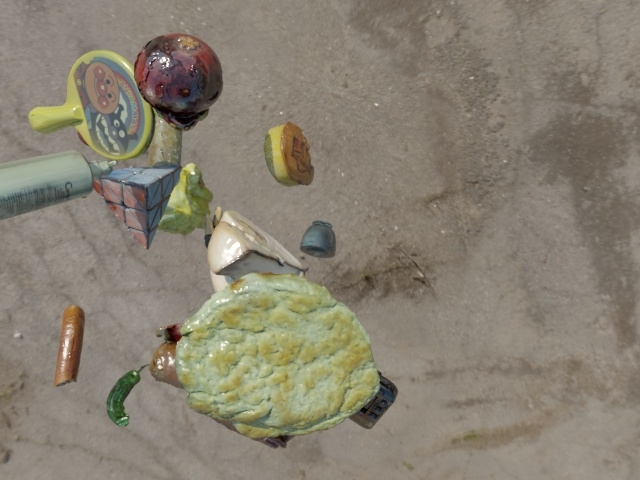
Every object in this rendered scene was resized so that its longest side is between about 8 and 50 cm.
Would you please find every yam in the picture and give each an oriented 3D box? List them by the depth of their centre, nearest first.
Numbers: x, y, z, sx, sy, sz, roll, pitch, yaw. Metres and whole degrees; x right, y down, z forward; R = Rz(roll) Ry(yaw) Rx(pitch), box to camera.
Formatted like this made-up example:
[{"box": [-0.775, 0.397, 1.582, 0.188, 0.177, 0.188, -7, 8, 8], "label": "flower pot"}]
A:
[{"box": [-0.437, -0.268, 1.329, 0.093, 0.093, 0.259, -7, 65, 3], "label": "yam"}]

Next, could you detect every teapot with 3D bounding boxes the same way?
[{"box": [0.008, -0.001, 1.458, 0.111, 0.149, 0.108, 0, 69, 34], "label": "teapot"}]

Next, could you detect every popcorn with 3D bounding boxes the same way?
[{"box": [-0.467, -0.130, 1.516, 0.256, 0.255, 0.195, 48, 143, -8], "label": "popcorn"}]

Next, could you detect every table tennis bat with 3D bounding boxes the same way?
[{"box": [-0.503, -0.280, 1.020, 0.368, 0.054, 0.224, 1, 112, 26], "label": "table tennis bat"}]

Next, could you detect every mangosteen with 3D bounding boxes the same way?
[{"box": [-0.267, -0.295, 0.899, 0.166, 0.166, 0.180, 11, 135, -2], "label": "mangosteen"}]

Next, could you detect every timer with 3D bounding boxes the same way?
[{"box": [0.084, 0.335, 1.047, 0.144, 0.055, 0.187, 31, 136, 10], "label": "timer"}]

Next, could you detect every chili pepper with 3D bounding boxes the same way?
[{"box": [-0.682, 0.530, 1.648, 0.122, 0.279, 0.065, -1, 123, 0], "label": "chili pepper"}]

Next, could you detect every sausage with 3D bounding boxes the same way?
[{"box": [-0.894, 0.371, 1.685, 0.076, 0.302, 0.103, 13, 148, -34], "label": "sausage"}]

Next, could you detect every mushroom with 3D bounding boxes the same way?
[{"box": [-0.179, 0.046, 0.989, 0.173, 0.236, 0.162, 41, 95, 30], "label": "mushroom"}]

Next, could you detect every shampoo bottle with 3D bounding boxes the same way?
[{"box": [-0.466, -0.093, 0.769, 0.085, 0.262, 0.085, 17, 119, 33], "label": "shampoo bottle"}]

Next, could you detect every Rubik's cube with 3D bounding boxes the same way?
[{"box": [-0.391, -0.139, 1.039, 0.190, 0.178, 0.211, 36, 139, 3], "label": "Rubik's cube"}]

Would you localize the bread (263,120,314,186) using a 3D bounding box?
[{"box": [-0.076, -0.197, 1.110, 0.086, 0.125, 0.156, -8, 104, 27], "label": "bread"}]

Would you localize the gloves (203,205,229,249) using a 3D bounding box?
[{"box": [-0.234, 0.004, 1.216, 0.203, 0.164, 0.124, 42, 83, -28], "label": "gloves"}]

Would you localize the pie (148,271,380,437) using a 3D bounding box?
[{"box": [-0.060, 0.163, 0.627, 0.257, 0.105, 0.274, -39, 113, 16], "label": "pie"}]

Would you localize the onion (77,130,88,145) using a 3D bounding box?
[{"box": [-0.640, -0.314, 1.349, 0.107, 0.107, 0.097, -17, 144, 7], "label": "onion"}]

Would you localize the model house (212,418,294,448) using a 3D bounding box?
[{"box": [-0.218, 0.367, 1.197, 0.282, 0.297, 0.317, -33, 122, 14], "label": "model house"}]
